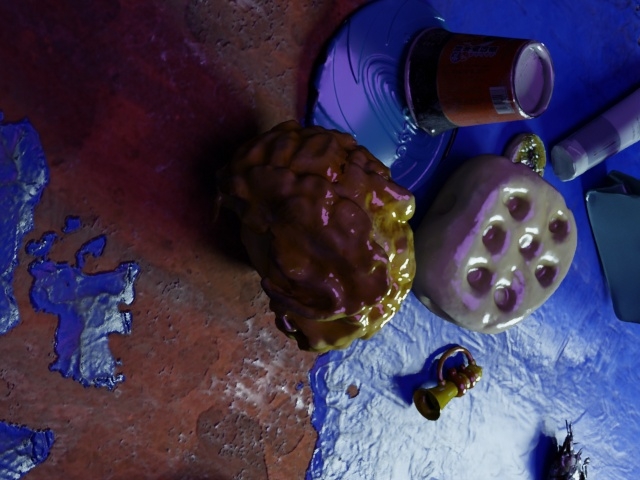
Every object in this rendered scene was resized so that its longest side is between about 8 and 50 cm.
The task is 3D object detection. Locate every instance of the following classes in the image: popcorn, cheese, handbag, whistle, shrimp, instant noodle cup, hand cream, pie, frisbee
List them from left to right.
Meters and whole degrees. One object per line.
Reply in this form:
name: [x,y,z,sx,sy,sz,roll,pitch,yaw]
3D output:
popcorn: [0.000,0.000,1.498,0.190,0.250,0.250,-39,125,-18]
frisbee: [0.088,-0.158,1.646,0.242,0.045,0.242,-15,114,-36]
whistle: [0.163,0.179,1.829,0.109,0.057,0.046,-35,169,-38]
instant noodle cup: [0.183,-0.181,1.606,0.127,0.136,0.127,-6,98,-49]
cheese: [0.207,-0.001,1.748,0.235,0.117,0.218,-10,108,-37]
pie: [0.262,-0.098,1.828,0.084,0.021,0.084,-14,113,-37]
shrimp: [0.353,0.326,2.017,0.065,0.056,0.165,-5,117,-24]
hand cream: [0.407,-0.153,1.921,0.255,0.048,0.079,-31,127,-33]
handbag: [0.447,0.020,1.942,0.057,0.144,0.221,-35,123,-30]
